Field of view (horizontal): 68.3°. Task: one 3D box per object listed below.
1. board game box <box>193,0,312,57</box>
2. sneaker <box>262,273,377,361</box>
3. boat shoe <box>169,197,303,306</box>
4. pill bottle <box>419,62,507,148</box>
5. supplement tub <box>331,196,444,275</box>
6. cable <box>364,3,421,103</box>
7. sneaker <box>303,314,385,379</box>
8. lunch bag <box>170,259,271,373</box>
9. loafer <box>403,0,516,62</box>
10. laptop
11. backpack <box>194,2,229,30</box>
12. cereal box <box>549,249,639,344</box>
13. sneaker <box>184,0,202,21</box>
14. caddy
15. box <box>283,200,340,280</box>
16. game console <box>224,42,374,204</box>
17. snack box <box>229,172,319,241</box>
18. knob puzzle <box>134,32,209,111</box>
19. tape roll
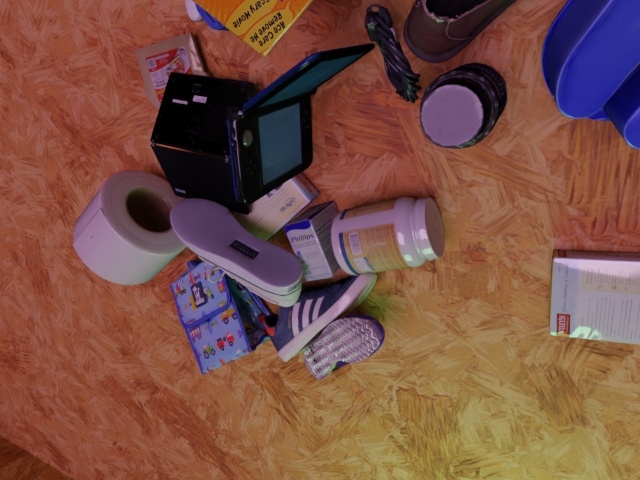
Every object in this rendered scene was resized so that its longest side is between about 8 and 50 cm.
[{"bbox_3d":[-0.093,-0.558,0.619,0.356,0.356,0.356,32,129,-28],"label":"board game box"},{"bbox_3d":[-0.020,0.146,1.132,0.350,0.131,0.148,-44,74,27],"label":"sneaker"},{"bbox_3d":[-0.193,0.040,1.092,0.367,0.136,0.157,28,144,18],"label":"boat shoe"},{"bbox_3d":[0.234,-0.220,0.774,0.122,0.219,0.123,11,117,22],"label":"pill bottle"},{"bbox_3d":[0.138,-0.009,0.965,0.199,0.144,0.144,-10,108,30],"label":"supplement tub"},{"bbox_3d":[0.135,-0.310,0.814,0.047,0.184,0.151,-30,68,9],"label":"cable"},{"bbox_3d":[0.076,0.225,1.102,0.102,0.146,0.293,60,142,11],"label":"sneaker"},{"bbox_3d":[-0.279,0.180,1.287,0.221,0.138,0.293,-32,85,34],"label":"lunch bag"},{"bbox_3d":[0.273,-0.414,0.670,0.134,0.130,0.366,42,101,2],"label":"loafer"},{"bbox_3d":[-0.251,-0.220,1.074,0.234,0.136,0.265,15,89,24],"label":"laptop"},{"bbox_3d":[-0.195,-0.483,0.935,0.120,0.101,0.098,-33,90,37],"label":"backpack"},{"bbox_3d":[0.557,0.107,0.874,0.240,0.047,0.173,3,114,25],"label":"cereal box"},{"bbox_3d":[-0.271,-0.534,0.971,0.053,0.061,0.152,12,119,18],"label":"sneaker"},{"bbox_3d":[0.471,-0.298,0.648,0.241,0.179,0.341,24,136,-3],"label":"caddy"},{"bbox_3d":[0.000,0.000,1.048,0.072,0.126,0.137,-13,106,32],"label":"box"},{"bbox_3d":[-0.021,-0.216,0.857,0.173,0.293,0.250,9,117,22],"label":"game console"},{"bbox_3d":[-0.173,-0.083,1.133,0.322,0.060,0.187,-39,93,34],"label":"snack box"},{"bbox_3d":[-0.330,-0.361,1.098,0.213,0.030,0.213,10,116,21],"label":"knob puzzle"},{"bbox_3d":[-0.465,-0.032,1.190,0.169,0.246,0.246,-36,95,33],"label":"tape roll"}]
